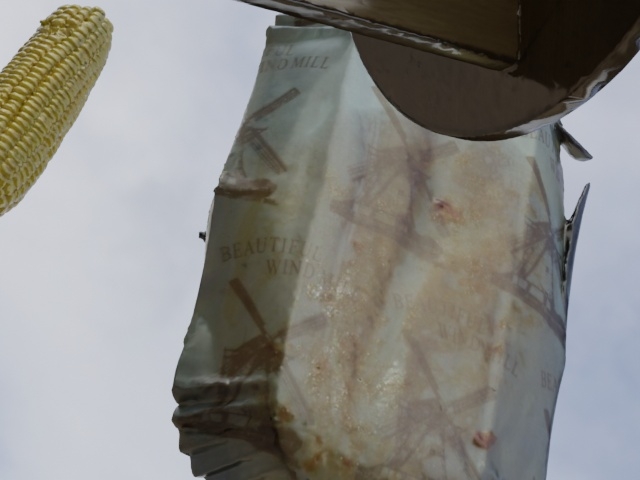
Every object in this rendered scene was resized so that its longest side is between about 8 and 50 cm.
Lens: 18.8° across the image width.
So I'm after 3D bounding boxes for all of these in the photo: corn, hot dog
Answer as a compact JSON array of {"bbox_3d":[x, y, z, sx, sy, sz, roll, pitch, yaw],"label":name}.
[{"bbox_3d":[-0.209,-0.093,1.379,0.067,0.206,0.067,16,-38,13],"label":"corn"},{"bbox_3d":[0.025,0.015,0.784,0.162,0.270,0.082,24,-34,-17],"label":"hot dog"}]

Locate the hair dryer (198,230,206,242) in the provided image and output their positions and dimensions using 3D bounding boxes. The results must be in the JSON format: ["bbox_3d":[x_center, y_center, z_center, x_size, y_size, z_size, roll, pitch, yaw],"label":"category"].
[{"bbox_3d":[0.000,0.000,1.088,0.047,0.150,0.071,41,-54,54],"label":"hair dryer"}]

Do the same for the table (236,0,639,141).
[{"bbox_3d":[-0.033,-0.127,0.478,0.167,0.227,0.167,-22,-117,52],"label":"table"}]
